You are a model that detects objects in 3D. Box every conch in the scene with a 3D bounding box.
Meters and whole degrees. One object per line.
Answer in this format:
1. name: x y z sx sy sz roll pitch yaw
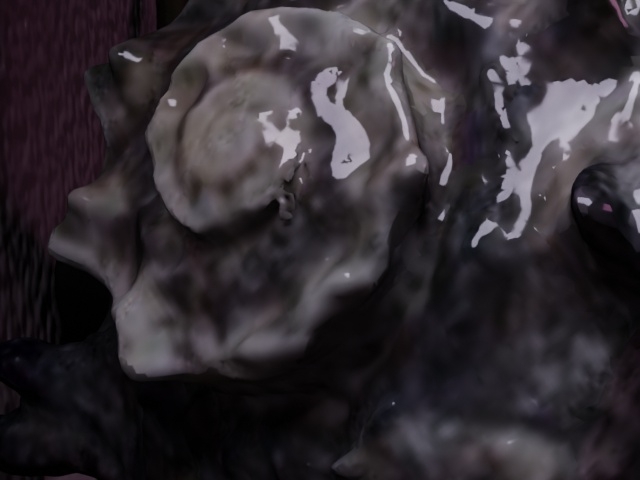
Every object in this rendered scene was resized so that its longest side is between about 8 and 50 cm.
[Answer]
1. conch: 0.003 0.017 0.463 0.313 0.186 0.240 -38 -107 54

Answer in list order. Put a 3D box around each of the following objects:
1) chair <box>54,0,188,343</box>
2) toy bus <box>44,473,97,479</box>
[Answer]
1. chair: 0.061 -0.105 0.776 0.364 0.362 0.410 110 -7 -59
2. toy bus: 0.038 0.139 0.636 0.147 0.303 0.127 72 16 -49
